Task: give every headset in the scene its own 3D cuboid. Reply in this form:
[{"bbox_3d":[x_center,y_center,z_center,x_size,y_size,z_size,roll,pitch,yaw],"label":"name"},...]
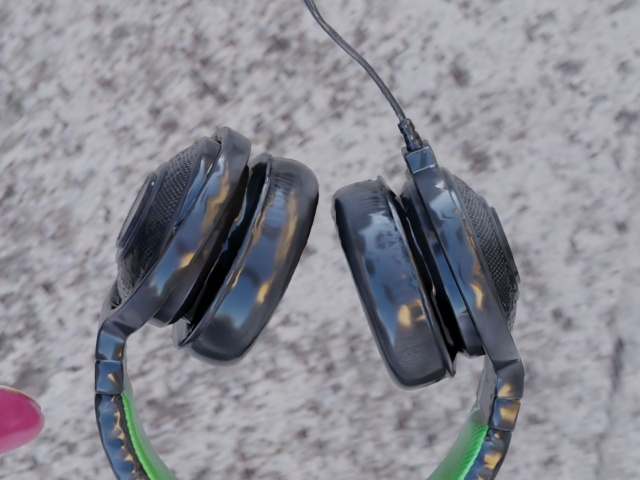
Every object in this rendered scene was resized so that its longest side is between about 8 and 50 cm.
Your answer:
[{"bbox_3d":[0.000,0.000,1.116,0.243,0.185,0.394,6,107,-6],"label":"headset"}]

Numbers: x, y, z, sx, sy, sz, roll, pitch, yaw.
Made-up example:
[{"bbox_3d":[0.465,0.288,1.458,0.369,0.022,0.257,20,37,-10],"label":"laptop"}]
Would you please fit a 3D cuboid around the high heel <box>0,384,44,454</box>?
[{"bbox_3d":[-0.227,0.134,0.995,0.244,0.082,0.117,6,73,-60],"label":"high heel"}]
